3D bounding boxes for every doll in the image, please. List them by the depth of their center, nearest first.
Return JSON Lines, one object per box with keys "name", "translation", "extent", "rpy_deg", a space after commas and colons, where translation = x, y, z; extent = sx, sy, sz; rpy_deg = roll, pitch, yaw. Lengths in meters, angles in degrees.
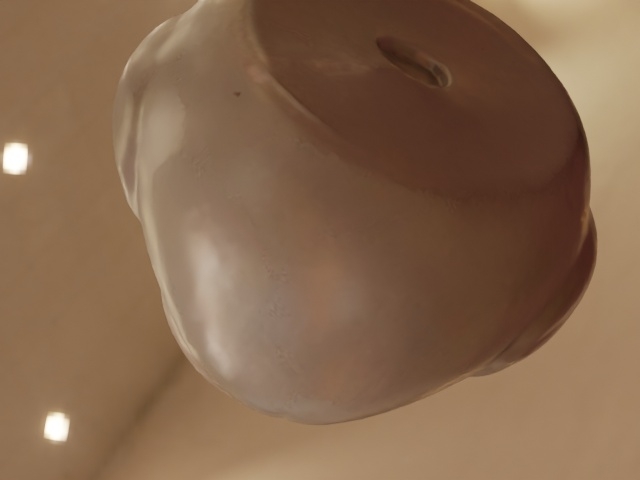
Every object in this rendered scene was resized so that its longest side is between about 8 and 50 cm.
{"name": "doll", "translation": [0.000, 0.000, 0.831], "extent": [0.251, 0.221, 0.221], "rpy_deg": [-75, -25, -60]}
